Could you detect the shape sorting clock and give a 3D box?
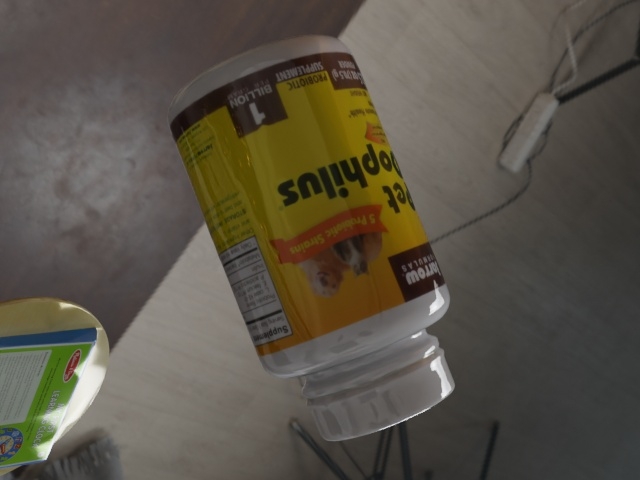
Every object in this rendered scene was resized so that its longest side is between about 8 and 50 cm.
[{"bbox_3d":[-0.271,0.128,0.693,0.206,0.040,0.206,-26,140,-24],"label":"shape sorting clock"}]

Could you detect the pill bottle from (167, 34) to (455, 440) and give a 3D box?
[{"bbox_3d":[0.000,0.000,0.487,0.117,0.117,0.215,-21,87,-22],"label":"pill bottle"}]
